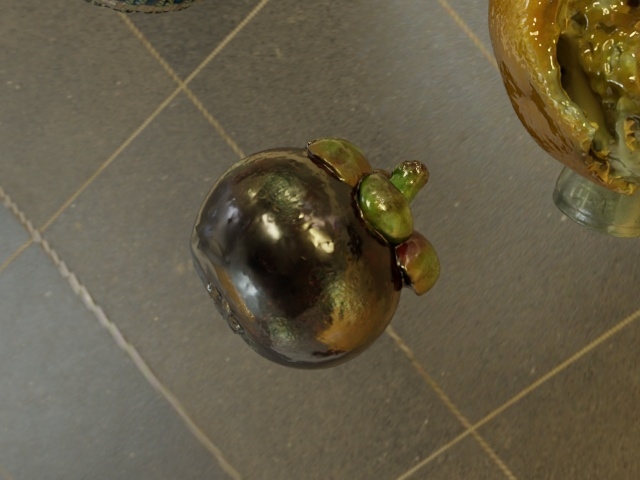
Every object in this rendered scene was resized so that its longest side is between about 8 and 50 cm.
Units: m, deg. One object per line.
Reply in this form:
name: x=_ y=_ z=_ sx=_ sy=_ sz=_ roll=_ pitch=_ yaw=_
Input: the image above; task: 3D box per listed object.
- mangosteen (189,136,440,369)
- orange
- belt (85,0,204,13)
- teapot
mangosteen: x=-0.012 y=0.009 z=1.336 sx=0.300 sy=0.300 sz=0.300 roll=5 pitch=105 yaw=18
orange: x=0.138 y=-0.105 z=0.507 sx=0.112 sy=0.170 sz=0.160 roll=13 pitch=144 yaw=45
belt: x=-0.155 y=-0.359 z=1.128 sx=0.160 sy=0.295 sz=0.206 roll=-20 pitch=75 yaw=53
teapot: x=0.316 y=-0.061 z=1.091 sx=0.111 sy=0.149 sz=0.108 roll=1 pitch=121 yaw=-19
